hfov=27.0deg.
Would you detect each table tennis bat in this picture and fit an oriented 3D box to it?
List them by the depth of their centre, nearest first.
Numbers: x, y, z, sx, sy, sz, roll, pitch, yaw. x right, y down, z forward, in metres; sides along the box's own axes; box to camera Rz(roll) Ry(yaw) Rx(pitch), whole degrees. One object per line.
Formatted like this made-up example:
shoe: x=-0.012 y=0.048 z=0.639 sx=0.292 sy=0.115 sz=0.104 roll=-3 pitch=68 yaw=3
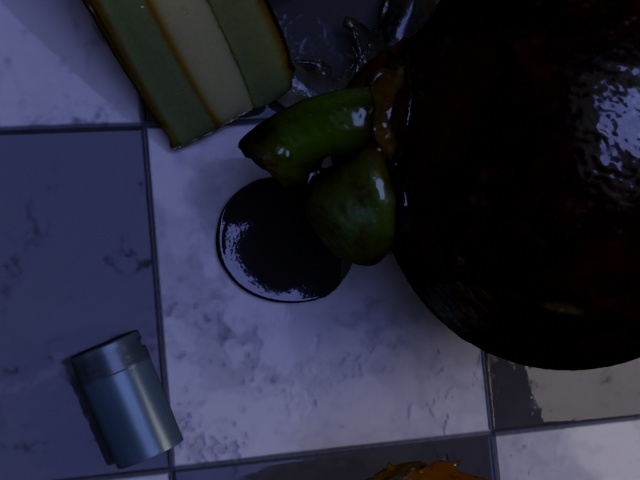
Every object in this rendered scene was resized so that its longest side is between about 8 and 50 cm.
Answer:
table tennis bat: x=0.000 y=0.000 z=0.995 sx=0.158 sy=0.014 sz=0.095 roll=2 pitch=82 yaw=-15

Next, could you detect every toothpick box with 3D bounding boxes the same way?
toothpick box: x=-0.133 y=0.109 z=0.921 sx=0.052 sy=0.052 sz=0.083 roll=-23 pitch=92 yaw=-18

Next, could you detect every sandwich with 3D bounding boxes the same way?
sandwich: x=-0.102 y=-0.171 z=0.907 sx=0.117 sy=0.144 sz=0.187 roll=-28 pitch=90 yaw=-1

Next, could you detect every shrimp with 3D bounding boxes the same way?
shrimp: x=0.016 y=-0.180 z=1.015 sx=0.148 sy=0.035 sz=0.195 roll=18 pitch=80 yaw=-12

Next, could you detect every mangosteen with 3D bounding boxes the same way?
mangosteen: x=0.141 y=-0.075 z=0.903 sx=0.360 sy=0.306 sz=0.306 roll=21 pitch=77 yaw=-2

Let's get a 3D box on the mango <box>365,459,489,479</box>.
mango: x=0.112 y=0.288 z=0.913 sx=0.199 sy=0.201 sz=0.350 roll=-43 pitch=109 yaw=2
